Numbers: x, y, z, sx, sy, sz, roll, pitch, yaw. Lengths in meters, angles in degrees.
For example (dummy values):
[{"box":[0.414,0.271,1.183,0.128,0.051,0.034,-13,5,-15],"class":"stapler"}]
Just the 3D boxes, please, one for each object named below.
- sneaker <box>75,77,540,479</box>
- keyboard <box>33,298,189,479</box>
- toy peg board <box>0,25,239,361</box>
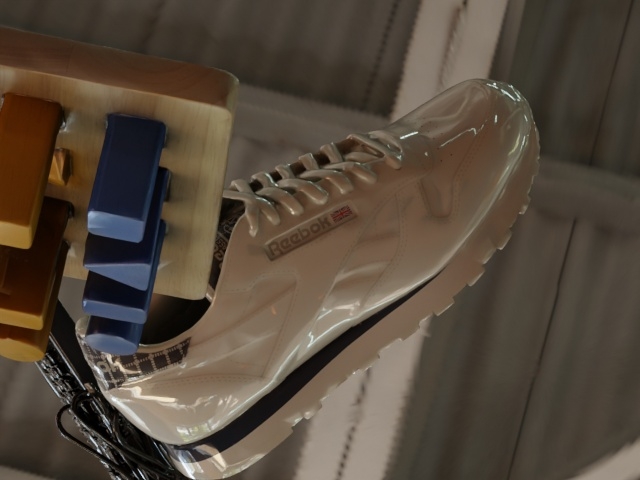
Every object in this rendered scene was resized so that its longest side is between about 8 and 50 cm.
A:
[{"box":[0.000,0.000,0.847,0.235,0.090,0.095,-44,-63,-11],"class":"sneaker"},{"box":[-0.118,0.092,0.943,0.038,0.100,0.192,-42,-65,-24],"class":"keyboard"},{"box":[-0.119,-0.001,0.651,0.160,0.161,0.079,11,-114,-2],"class":"toy peg board"}]
